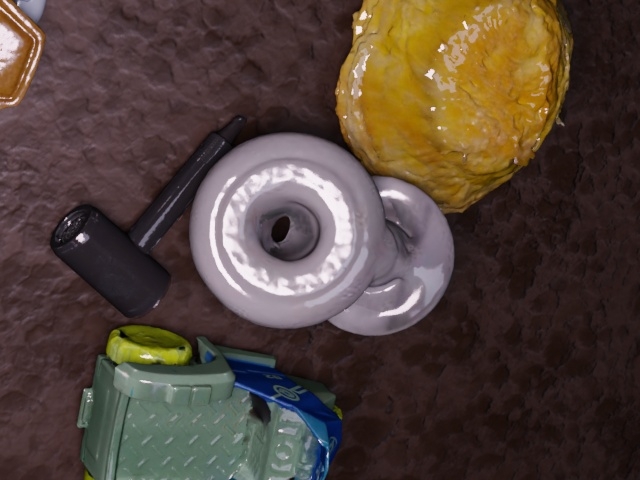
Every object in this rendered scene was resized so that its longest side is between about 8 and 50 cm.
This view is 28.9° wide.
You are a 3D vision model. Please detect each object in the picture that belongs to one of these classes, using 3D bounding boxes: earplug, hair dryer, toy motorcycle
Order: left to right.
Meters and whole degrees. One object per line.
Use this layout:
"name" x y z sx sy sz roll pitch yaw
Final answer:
"hair dryer" -0.176 -0.050 1.361 0.128 0.070 0.255 43 76 -32
"toy motorcycle" -0.097 0.217 1.407 0.326 0.200 0.191 5 104 -28
"earplug" 0.007 0.002 1.397 0.325 0.175 0.214 17 90 -35

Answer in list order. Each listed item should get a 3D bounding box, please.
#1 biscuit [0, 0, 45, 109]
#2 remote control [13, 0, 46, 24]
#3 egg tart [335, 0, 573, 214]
"biscuit" -0.382 -0.170 1.183 0.215 0.034 0.182 -40 112 5
"remote control" -0.289 -0.314 1.208 0.087 0.047 0.244 13 99 -27
"egg tart" 0.187 -0.193 1.454 0.339 0.153 0.351 24 96 -36
